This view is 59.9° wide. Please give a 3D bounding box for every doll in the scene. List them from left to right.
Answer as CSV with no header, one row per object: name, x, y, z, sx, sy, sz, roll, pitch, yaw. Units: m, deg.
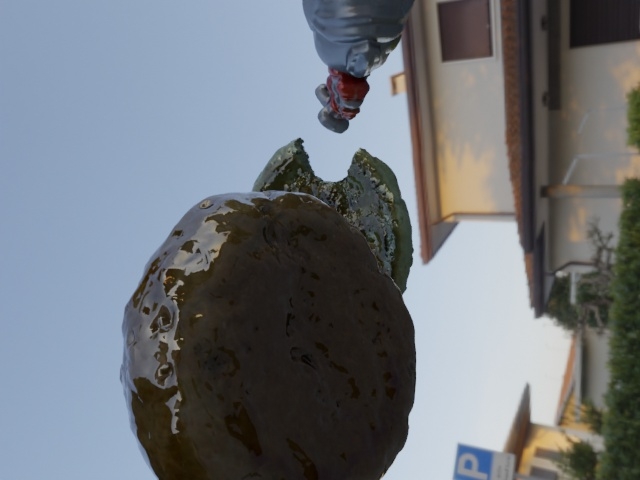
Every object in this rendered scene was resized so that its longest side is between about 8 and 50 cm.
doll,0.023,-0.152,0.413,0.180,0.079,0.093,105,161,-62

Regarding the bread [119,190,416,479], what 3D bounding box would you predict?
bread,-0.034,0.080,0.391,0.230,0.123,0.229,19,-119,-38

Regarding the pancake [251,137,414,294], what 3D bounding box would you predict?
pancake,0.000,0.000,0.681,0.037,0.254,0.253,-8,-81,-57
